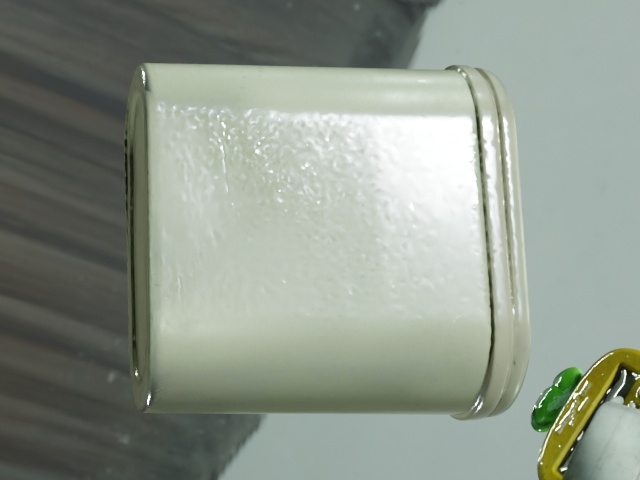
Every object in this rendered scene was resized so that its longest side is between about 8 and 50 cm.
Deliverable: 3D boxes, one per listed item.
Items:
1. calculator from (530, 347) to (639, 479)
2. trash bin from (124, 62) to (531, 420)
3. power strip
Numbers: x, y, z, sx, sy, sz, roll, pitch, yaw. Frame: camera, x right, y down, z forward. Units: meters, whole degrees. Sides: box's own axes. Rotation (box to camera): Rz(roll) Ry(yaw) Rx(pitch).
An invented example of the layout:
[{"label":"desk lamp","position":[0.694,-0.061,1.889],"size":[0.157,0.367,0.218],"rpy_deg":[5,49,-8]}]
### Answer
[{"label":"calculator","position":[0.241,0.161,1.129],"size":[0.146,0.032,0.235],"rpy_deg":[-58,24,2]},{"label":"trash bin","position":[0.000,0.000,0.933],"size":[0.121,0.248,0.243],"rpy_deg":[141,127,-70]},{"label":"power strip","position":[0.133,0.200,0.802],"size":[0.048,0.080,0.286],"rpy_deg":[19,49,21]}]
